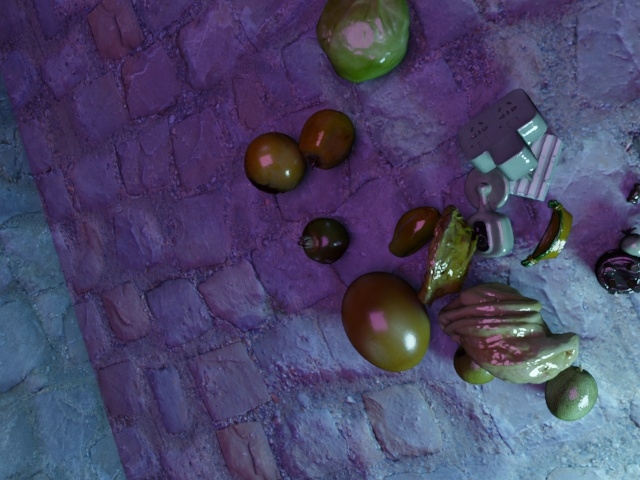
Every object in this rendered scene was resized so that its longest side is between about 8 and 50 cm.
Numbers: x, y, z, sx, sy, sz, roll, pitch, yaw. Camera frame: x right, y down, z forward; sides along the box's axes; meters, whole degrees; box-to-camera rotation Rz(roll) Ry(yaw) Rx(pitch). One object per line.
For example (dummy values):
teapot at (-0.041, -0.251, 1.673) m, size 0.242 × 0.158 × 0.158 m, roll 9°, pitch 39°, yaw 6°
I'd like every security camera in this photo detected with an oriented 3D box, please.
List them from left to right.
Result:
security camera at (0.526, -0.094, 1.431) m, size 0.157 × 0.080 × 0.301 m, roll -3°, pitch 97°, yaw 55°

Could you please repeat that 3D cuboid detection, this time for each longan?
longan at (0.529, 0.406, 1.491) m, size 0.155 × 0.176 × 0.144 m, roll -24°, pitch 51°, yaw 58°

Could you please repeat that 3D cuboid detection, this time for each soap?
soap at (0.659, -0.230, 1.388) m, size 0.119 × 0.067 × 0.197 m, roll 18°, pitch 103°, yaw 20°

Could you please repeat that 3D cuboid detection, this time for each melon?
melon at (0.775, 0.466, 1.387) m, size 0.139 × 0.139 × 0.192 m, roll 18°, pitch 106°, yaw 20°

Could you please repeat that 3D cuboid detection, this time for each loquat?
loquat at (-0.165, -0.282, 1.649) m, size 0.235 × 0.235 × 0.234 m, roll 3°, pitch 98°, yaw 23°
loquat at (0.020, -0.351, 1.578) m, size 0.187 × 0.176 × 0.234 m, roll 28°, pitch 85°, yaw -8°

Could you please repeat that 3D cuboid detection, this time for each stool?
stool at (0.886, 0.070, 1.304) m, size 0.125 × 0.121 × 0.216 m, roll 23°, pitch 110°, yaw 21°

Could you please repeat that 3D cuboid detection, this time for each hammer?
hammer at (1.035, -0.084, 1.272) m, size 0.293 × 0.029 × 0.058 m, roll 25°, pitch 108°, yaw 17°

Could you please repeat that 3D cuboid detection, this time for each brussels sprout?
brussels sprout at (0.137, -0.679, 1.466) m, size 0.329 × 0.247 × 0.327 m, roll 0°, pitch 88°, yaw 9°

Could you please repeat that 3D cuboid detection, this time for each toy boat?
toy boat at (0.703, -0.012, 1.384) m, size 0.088 × 0.089 × 0.229 m, roll 17°, pitch 107°, yaw 6°

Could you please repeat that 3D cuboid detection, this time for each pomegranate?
pomegranate at (0.000, 0.000, 1.622) m, size 0.180 × 0.210 × 0.179 m, roll 0°, pitch 90°, yaw 38°

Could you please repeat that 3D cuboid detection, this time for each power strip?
power strip at (0.561, -0.288, 1.338) m, size 0.230 × 0.141 × 0.260 m, roll -36°, pitch 39°, yaw 31°

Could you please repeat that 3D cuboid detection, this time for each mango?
mango at (0.314, -0.029, 1.540) m, size 0.233 × 0.111 × 0.125 m, roll -45°, pitch 67°, yaw 34°

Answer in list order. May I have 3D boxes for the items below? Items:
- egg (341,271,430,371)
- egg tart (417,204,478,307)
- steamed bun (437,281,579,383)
egg at (0.222, 0.273, 1.519) m, size 0.283 × 0.283 × 0.350 m, roll -31°, pitch 85°, yaw 23°
egg tart at (0.401, 0.058, 1.394) m, size 0.129 × 0.341 × 0.340 m, roll 19°, pitch 104°, yaw 21°
steamed bun at (0.558, 0.260, 1.346) m, size 0.372 × 0.325 × 0.230 m, roll 33°, pitch 111°, yaw 41°
